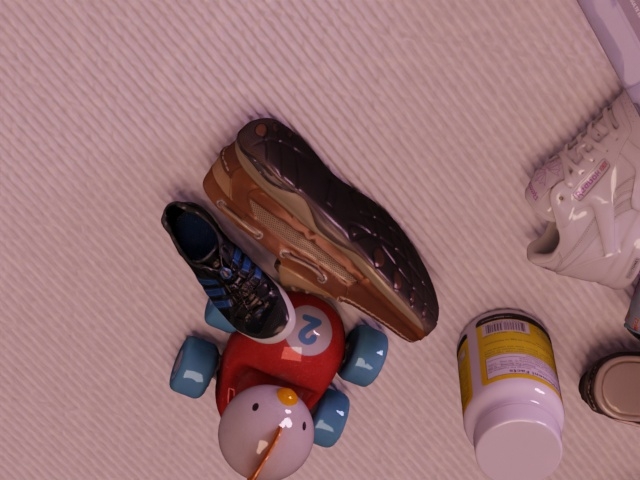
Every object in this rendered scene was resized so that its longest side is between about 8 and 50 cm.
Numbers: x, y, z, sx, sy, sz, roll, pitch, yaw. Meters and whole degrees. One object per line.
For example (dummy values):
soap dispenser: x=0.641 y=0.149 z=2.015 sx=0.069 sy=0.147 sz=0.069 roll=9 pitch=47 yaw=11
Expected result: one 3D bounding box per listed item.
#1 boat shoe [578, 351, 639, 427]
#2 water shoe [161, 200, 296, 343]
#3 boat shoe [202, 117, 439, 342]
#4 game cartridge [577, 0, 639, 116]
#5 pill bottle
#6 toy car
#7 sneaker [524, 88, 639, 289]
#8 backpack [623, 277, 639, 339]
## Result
boat shoe: x=0.481 y=0.192 z=1.941 sx=0.335 sy=0.095 sz=0.112 roll=9 pitch=86 yaw=-9
water shoe: x=-0.112 y=0.039 z=1.792 sx=0.073 sy=0.080 sz=0.203 roll=-46 pitch=72 yaw=5
boat shoe: x=0.000 y=0.000 z=1.811 sx=0.120 sy=0.122 sz=0.324 roll=-37 pitch=107 yaw=28
game cartridge: x=0.356 y=-0.278 z=1.605 sx=0.196 sy=0.060 sz=0.294 roll=-27 pitch=95 yaw=21
pill bottle: x=0.224 y=0.185 z=1.858 sx=0.119 sy=0.208 sz=0.119 roll=1 pitch=122 yaw=1
toy car: x=-0.052 y=0.191 z=1.850 sx=0.219 sy=0.238 sz=0.210 roll=23 pitch=120 yaw=-13
sneaker: x=0.315 y=-0.077 z=1.748 sx=0.152 sy=0.114 sz=0.305 roll=9 pitch=122 yaw=-6
backpack: x=0.451 y=0.084 z=1.816 sx=0.188 sy=0.166 sz=0.144 roll=12 pitch=97 yaw=2
